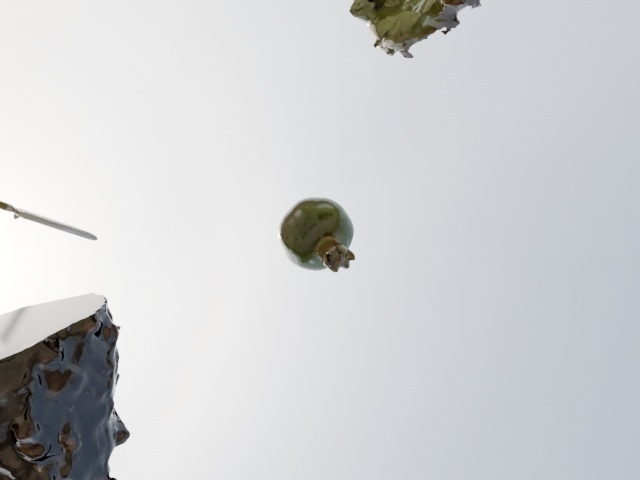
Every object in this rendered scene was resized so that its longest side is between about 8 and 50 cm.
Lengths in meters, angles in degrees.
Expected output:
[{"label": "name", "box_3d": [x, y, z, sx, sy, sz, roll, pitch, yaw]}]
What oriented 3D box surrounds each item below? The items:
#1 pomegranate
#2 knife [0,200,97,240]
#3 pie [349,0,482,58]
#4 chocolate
[{"label": "pomegranate", "box_3d": [0.000, 0.000, 0.904, 0.114, 0.114, 0.142, -38, -142, 0]}, {"label": "knife", "box_3d": [-0.479, -0.042, 0.987, 0.046, 0.256, 0.022, 15, -97, 50]}, {"label": "pie", "box_3d": [0.149, -0.347, 0.591, 0.288, 0.103, 0.354, 6, -112, 55]}, {"label": "chocolate", "box_3d": [-0.199, 0.124, 0.425, 0.156, 0.156, 0.133, -13, -80, 15]}]
